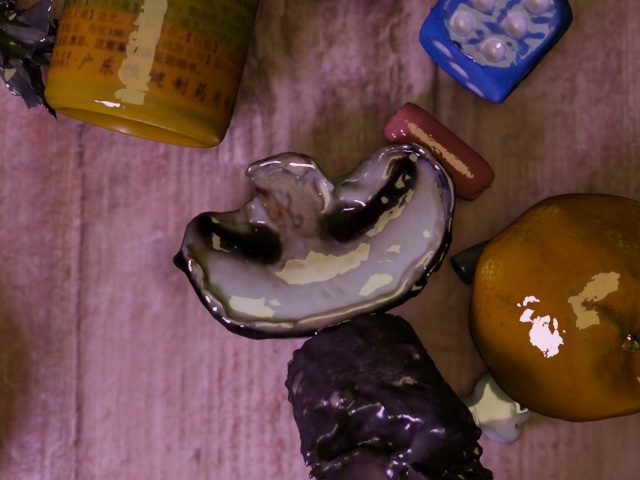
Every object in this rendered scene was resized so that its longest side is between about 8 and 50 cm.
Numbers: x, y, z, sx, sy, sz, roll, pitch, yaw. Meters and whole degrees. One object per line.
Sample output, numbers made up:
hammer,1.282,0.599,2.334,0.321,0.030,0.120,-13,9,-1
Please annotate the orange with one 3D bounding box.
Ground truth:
orange,0.314,0.082,1.178,0.279,0.235,0.278,-1,102,-5

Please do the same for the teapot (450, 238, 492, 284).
teapot,0.224,0.013,1.281,0.111,0.043,0.042,-31,89,-6

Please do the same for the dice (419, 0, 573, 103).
dice,0.217,-0.268,1.240,0.146,0.146,0.143,40,90,5

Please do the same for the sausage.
sausage,0.153,-0.112,1.271,0.154,0.062,0.062,39,88,1

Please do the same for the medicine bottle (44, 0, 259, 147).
medicine bottle,-0.181,-0.318,1.194,0.225,0.224,0.384,13,87,0

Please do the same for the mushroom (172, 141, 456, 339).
mushroom,0.001,0.000,1.239,0.344,0.130,0.247,-29,79,-3

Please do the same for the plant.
plant,0.076,0.231,1.123,0.189,0.199,0.276,-26,53,-5

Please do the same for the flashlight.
flashlight,0.167,0.230,1.268,0.201,0.047,0.093,-17,88,1

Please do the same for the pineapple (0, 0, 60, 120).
pineapple,-0.460,-0.298,1.238,0.365,0.165,0.165,26,88,-9
